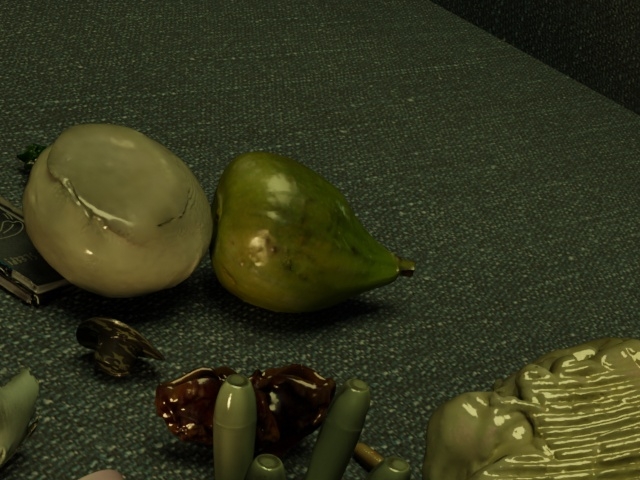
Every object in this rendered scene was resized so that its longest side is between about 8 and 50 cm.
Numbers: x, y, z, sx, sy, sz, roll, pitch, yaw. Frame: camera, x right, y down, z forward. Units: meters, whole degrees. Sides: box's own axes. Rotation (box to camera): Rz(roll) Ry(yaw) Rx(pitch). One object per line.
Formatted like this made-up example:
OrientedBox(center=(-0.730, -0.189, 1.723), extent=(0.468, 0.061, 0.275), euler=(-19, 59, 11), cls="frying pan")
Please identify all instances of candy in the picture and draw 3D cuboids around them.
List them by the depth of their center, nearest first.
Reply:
OrientedBox(center=(-0.287, -0.034, 1.916), extent=(0.295, 0.185, 0.295), euler=(17, 42, -16), cls="candy")

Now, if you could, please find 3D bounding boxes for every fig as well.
OrientedBox(center=(-0.018, 0.007, 1.968), extent=(0.314, 0.233, 0.233), euler=(24, 27, 4), cls="fig")

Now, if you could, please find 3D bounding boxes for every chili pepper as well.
OrientedBox(center=(-0.384, -0.112, 2.192), extent=(0.224, 0.061, 0.098), euler=(8, 13, -6), cls="chili pepper")

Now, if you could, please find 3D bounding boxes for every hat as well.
OrientedBox(center=(-0.261, 0.146, 1.744), extent=(0.121, 0.121, 0.050), euler=(15, 65, 0), cls="hat")

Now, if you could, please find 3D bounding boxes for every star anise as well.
OrientedBox(center=(-0.084, 0.209, 1.631), extent=(0.220, 0.126, 0.190), euler=(-1, -8, 20), cls="star anise")

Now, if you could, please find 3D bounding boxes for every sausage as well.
OrientedBox(center=(0.088, 0.292, 1.678), extent=(0.024, 0.024, 0.132), euler=(-14, 39, -44), cls="sausage")

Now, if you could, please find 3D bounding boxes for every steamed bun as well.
OrientedBox(center=(0.285, 0.296, 1.541), extent=(0.339, 0.247, 0.352), euler=(-13, 52, -16), cls="steamed bun")

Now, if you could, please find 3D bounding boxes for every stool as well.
OrientedBox(center=(-0.030, 0.271, 1.465), extent=(0.195, 0.199, 0.195), euler=(4, 26, -20), cls="stool")

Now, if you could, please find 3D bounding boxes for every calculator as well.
OrientedBox(center=(-0.449, 0.007, 1.960), extent=(0.274, 0.028, 0.165), euler=(30, 27, 25), cls="calculator")

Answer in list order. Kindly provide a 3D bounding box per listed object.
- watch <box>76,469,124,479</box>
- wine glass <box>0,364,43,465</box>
OrientedBox(center=(-0.190, 0.310, 1.165), extent=(0.211, 0.217, 0.248), euler=(43, 36, 18), cls="watch")
OrientedBox(center=(-0.422, 0.225, 1.423), extent=(0.143, 0.143, 0.321), euler=(20, 26, 12), cls="wine glass")
